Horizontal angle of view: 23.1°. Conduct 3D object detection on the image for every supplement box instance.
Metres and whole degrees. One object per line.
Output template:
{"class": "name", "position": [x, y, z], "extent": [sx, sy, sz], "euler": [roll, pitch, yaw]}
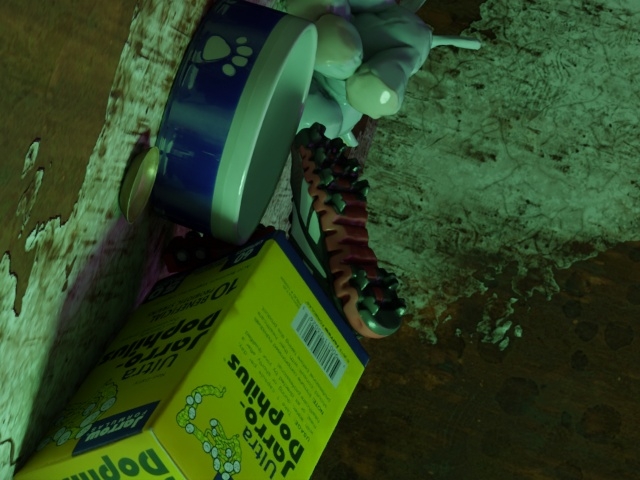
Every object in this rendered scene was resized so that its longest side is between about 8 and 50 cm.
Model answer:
{"class": "supplement box", "position": [-0.123, 0.182, 1.644], "extent": [0.194, 0.195, 0.356], "euler": [-23, -158, 32]}

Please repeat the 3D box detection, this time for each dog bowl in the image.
{"class": "dog bowl", "position": [-0.095, -0.134, 1.753], "extent": [0.265, 0.104, 0.264], "euler": [19, 90, -84]}

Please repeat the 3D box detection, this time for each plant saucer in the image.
{"class": "plant saucer", "position": [-0.186, -0.058, 1.591], "extent": [0.083, 0.015, 0.083], "euler": [18, 90, -84]}

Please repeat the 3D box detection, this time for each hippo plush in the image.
{"class": "hippo plush", "position": [0.016, -0.253, 2.172], "extent": [0.236, 0.234, 0.294], "euler": [-36, -177, 41]}

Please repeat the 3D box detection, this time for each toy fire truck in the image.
{"class": "toy fire truck", "position": [-0.126, 0.054, 1.889], "extent": [0.047, 0.192, 0.135], "euler": [-64, 142, -54]}

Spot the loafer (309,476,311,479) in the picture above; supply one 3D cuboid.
{"class": "loafer", "position": [-0.053, 0.267, 1.807], "extent": [0.096, 0.084, 0.267], "euler": [-32, -170, 3]}

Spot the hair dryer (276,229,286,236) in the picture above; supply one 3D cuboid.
{"class": "hair dryer", "position": [-0.145, 0.105, 2.116], "extent": [0.293, 0.080, 0.223], "euler": [-42, 148, -63]}

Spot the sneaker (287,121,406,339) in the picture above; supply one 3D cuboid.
{"class": "sneaker", "position": [0.000, 0.000, 1.825], "extent": [0.098, 0.135, 0.276], "euler": [11, 57, -52]}
